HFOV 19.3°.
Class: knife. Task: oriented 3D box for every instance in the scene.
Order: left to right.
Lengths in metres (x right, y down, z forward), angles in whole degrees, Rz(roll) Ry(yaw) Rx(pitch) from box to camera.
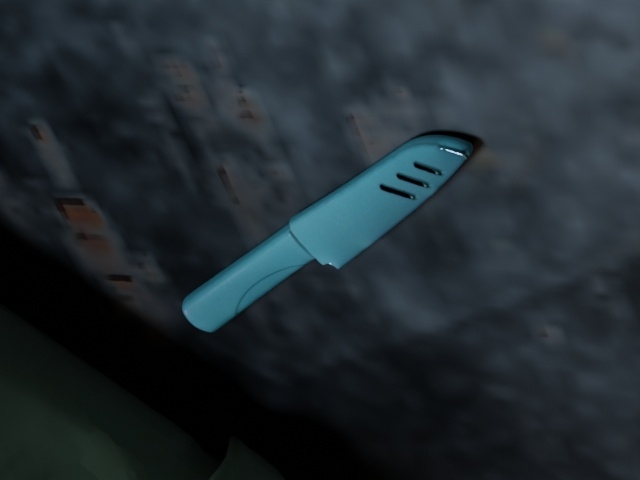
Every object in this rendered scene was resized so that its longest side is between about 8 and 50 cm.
[{"bbox_3d":[0.000,0.000,0.359,0.014,0.005,0.091,42,140,-11],"label":"knife"}]

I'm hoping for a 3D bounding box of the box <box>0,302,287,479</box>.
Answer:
[{"bbox_3d":[-0.227,0.102,0.346,0.344,0.352,0.177,38,141,-5],"label":"box"}]
